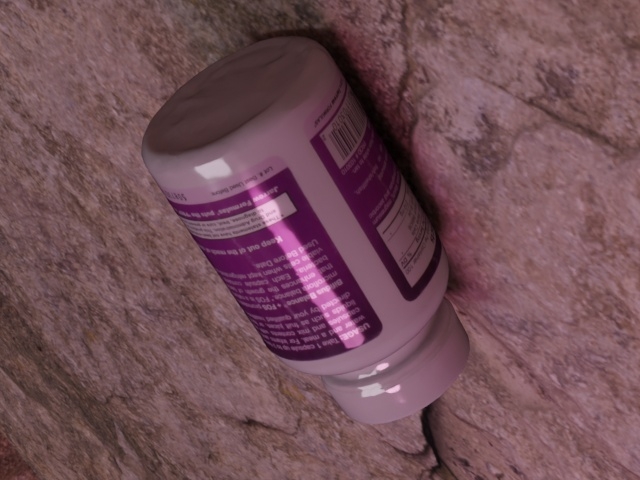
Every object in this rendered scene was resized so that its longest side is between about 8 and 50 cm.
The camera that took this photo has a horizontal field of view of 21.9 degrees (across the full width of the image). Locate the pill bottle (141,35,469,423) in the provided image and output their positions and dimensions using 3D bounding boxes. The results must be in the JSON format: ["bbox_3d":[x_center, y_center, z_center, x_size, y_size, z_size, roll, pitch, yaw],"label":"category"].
[{"bbox_3d":[0.000,0.000,1.328,0.169,0.169,0.301,6,135,50],"label":"pill bottle"}]
